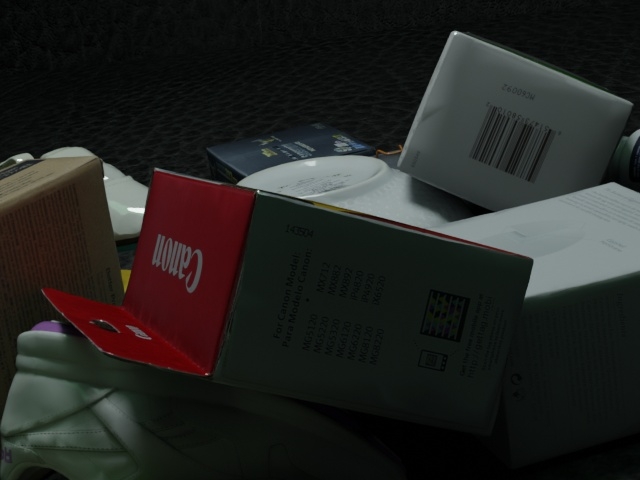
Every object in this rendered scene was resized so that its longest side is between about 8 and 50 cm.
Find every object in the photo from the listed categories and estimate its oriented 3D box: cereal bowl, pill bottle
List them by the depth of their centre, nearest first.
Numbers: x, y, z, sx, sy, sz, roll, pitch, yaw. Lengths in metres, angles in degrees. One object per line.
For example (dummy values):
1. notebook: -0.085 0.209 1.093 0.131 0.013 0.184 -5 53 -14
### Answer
1. cereal bowl: 0.000 0.000 1.406 0.339 0.141 0.339 -8 16 2
2. pill bottle: 0.395 -0.080 1.541 0.169 0.094 0.094 8 24 44

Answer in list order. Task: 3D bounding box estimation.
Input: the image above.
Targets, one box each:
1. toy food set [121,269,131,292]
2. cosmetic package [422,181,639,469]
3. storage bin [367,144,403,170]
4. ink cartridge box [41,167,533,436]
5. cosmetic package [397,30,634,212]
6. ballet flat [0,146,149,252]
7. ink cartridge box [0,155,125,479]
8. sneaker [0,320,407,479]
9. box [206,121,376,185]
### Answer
1. toy food set: -0.228 0.087 1.335 0.218 0.071 0.128 -22 20 -13
2. cosmetic package: 0.201 0.059 1.109 0.224 0.138 0.224 -14 17 -13
3. storage bin: 0.098 -0.057 1.639 0.135 0.098 0.091 -14 28 -16
4. ink cartridge box: -0.043 0.028 1.006 0.271 0.130 0.309 13 1 -21
5. cosmetic package: 0.207 -0.122 1.476 0.197 0.155 0.365 22 12 3
6. ballet flat: -0.309 -0.039 1.550 0.139 0.139 0.400 -24 11 -41
7. ink cartridge box: -0.251 0.066 1.148 0.088 0.235 0.193 1 18 27
8. sneaker: -0.090 0.162 1.006 0.305 0.152 0.114 14 -9 9
9. box: -0.043 -0.104 1.905 0.183 0.059 0.232 -14 17 -14
